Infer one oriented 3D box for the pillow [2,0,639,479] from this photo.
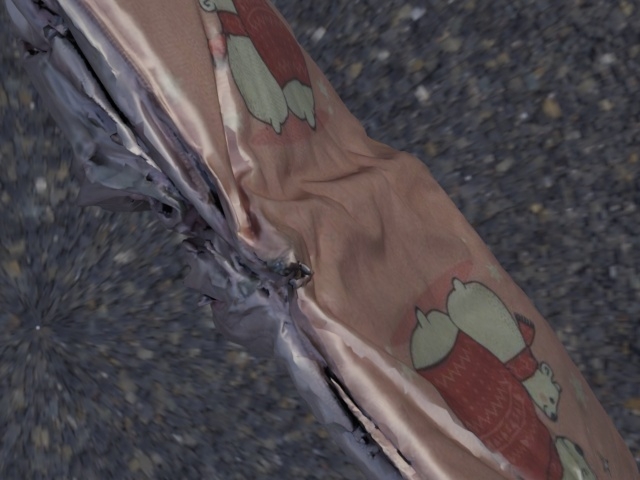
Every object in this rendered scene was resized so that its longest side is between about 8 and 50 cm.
[{"bbox_3d":[0.000,0.000,0.389,0.049,0.135,0.248,-38,92,18],"label":"pillow"}]
